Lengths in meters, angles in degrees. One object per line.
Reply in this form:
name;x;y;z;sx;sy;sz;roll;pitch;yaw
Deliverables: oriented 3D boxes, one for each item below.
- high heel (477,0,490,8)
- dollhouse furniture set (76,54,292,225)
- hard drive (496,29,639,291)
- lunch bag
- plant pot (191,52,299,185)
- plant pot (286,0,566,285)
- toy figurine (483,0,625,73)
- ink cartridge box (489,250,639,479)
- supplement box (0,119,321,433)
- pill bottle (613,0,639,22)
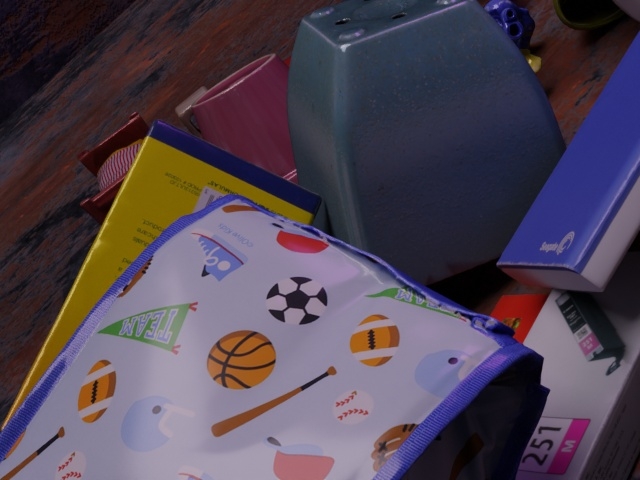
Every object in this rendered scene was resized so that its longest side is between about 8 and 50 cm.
high heel;0.111;-0.283;1.782;0.377;0.127;0.181;-34;11;5
dollhouse furniture set;-0.161;-0.145;1.830;0.374;0.152;0.201;-37;27;4
hard drive;0.278;-0.102;1.105;0.318;0.040;0.210;-58;7;-5
lunch bag;-0.049;0.180;0.970;0.328;0.239;0.385;27;81;35
plant pot;-0.064;-0.131;1.616;0.201;0.180;0.201;-31;14;8
plant pot;0.097;-0.128;1.300;0.247;0.252;0.248;-20;26;-8
toy figurine;0.189;-0.285;1.569;0.363;0.191;0.217;-30;8;-14
ink cartridge box;0.181;0.126;1.090;0.239;0.060;0.275;-3;43;47
supplement box;-0.167;0.094;1.279;0.356;0.195;0.194;-68;8;-26
pill bottle;0.445;-0.385;1.437;0.160;0.160;0.283;-2;45;50
